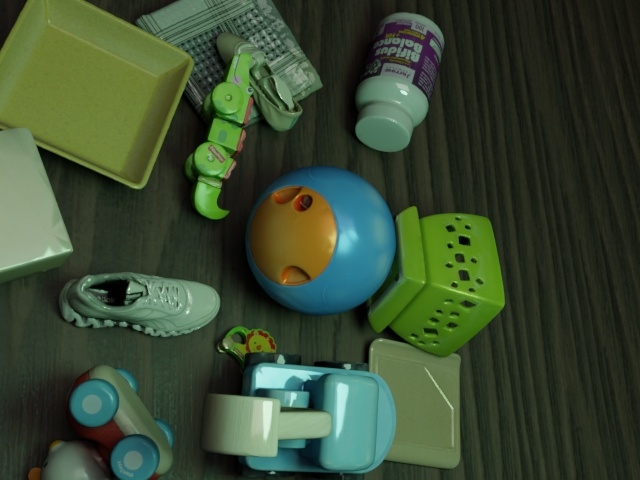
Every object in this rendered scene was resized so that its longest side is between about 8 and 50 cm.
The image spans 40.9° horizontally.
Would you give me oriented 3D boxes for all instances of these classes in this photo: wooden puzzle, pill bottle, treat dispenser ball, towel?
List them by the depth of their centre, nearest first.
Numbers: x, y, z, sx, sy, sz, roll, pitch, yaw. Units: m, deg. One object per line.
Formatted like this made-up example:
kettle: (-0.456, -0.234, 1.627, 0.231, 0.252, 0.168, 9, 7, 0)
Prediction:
treat dispenser ball: (0.000, 0.000, 1.643, 0.288, 0.288, 0.288, 10, 66, -24)
wooden puzzle: (0.188, 0.336, 1.760, 0.221, 0.044, 0.238, 14, 69, -23)
towel: (-0.183, -0.405, 1.849, 0.324, 0.056, 0.312, -34, 88, -34)
pill bottle: (0.173, -0.356, 1.946, 0.169, 0.169, 0.301, 26, 60, -17)

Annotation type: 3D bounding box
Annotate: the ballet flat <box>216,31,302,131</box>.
ballet flat: (-0.123, -0.344, 1.791, 0.086, 0.086, 0.248, -38, 93, -33)

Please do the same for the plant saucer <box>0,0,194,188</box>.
plant saucer: (-0.449, -0.284, 1.648, 0.333, 0.081, 0.332, 24, 61, -16)

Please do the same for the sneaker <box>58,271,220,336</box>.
sneaker: (-0.312, 0.108, 1.543, 0.292, 0.118, 0.110, 3, 67, -28)

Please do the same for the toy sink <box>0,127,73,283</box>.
toy sink: (-0.548, -0.053, 1.475, 0.153, 0.131, 0.234, -19, 85, -32)

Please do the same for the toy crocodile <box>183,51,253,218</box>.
toy crocodile: (-0.192, -0.209, 1.701, 0.105, 0.115, 0.340, 18, 77, -17)

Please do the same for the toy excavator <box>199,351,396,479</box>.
toy excavator: (-0.027, 0.290, 1.404, 0.433, 0.445, 0.222, 9, 78, -24)

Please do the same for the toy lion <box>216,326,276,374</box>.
toy lion: (-0.135, 0.204, 1.649, 0.100, 0.034, 0.096, 44, 50, -5)

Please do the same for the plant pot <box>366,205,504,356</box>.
plant pot: (0.215, 0.075, 1.744, 0.207, 0.227, 0.228, 15, 49, -19)

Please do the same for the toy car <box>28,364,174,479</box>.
toy car: (-0.385, 0.345, 1.394, 0.238, 0.219, 0.210, -36, 89, -5)
